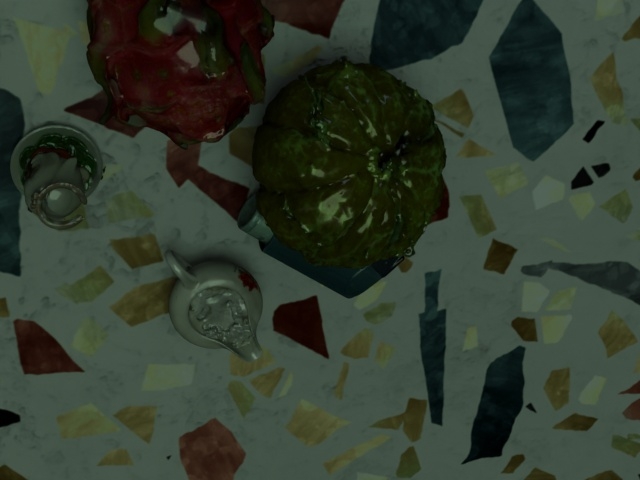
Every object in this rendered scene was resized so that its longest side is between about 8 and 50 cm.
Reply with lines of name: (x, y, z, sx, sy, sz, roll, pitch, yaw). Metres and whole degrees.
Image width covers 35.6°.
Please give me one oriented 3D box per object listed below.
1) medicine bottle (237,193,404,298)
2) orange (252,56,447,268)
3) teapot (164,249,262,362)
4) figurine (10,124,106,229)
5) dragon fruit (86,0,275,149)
medicine bottle: (0.000, 0.000, 1.550, 0.258, 0.079, 0.124, 28, 112, -25)
orange: (0.040, -0.111, 1.419, 0.301, 0.223, 0.300, -16, 106, -29)
teapot: (-0.169, 0.092, 1.543, 0.145, 0.092, 0.226, -40, 119, 4)
figurine: (-0.357, -0.075, 1.368, 0.132, 0.154, 0.132, -7, 118, -13)
dragon fruit: (-0.180, -0.254, 1.290, 0.231, 0.237, 0.303, -14, 133, 16)
